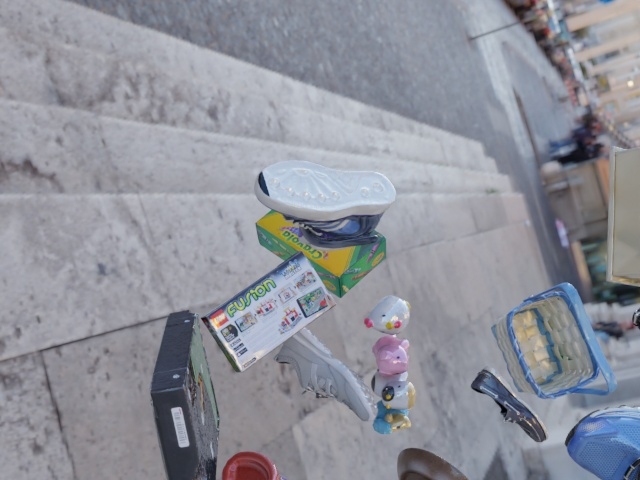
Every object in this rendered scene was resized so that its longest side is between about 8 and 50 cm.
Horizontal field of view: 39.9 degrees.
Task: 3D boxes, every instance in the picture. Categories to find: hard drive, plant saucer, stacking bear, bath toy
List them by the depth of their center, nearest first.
[{"bbox_3d":[-0.225,0.283,1.494,0.339,0.064,0.237,-103,-176,-73],"label":"hard drive"},{"bbox_3d":[0.214,0.469,1.625,0.036,0.198,0.198,-41,118,-33],"label":"plant saucer"},{"bbox_3d":[-0.068,0.562,1.700,0.289,0.164,0.175,51,46,-27],"label":"stacking bear"},{"bbox_3d":[0.175,0.316,2.257,0.129,0.151,0.348,-18,113,-38],"label":"bath toy"}]

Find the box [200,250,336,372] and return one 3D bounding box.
[{"bbox_3d":[-0.086,0.119,1.495,0.114,0.207,0.036,58,-22,-3],"label":"box"}]

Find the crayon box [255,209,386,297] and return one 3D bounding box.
[{"bbox_3d":[0.000,0.000,2.105,0.165,0.278,0.081,-40,145,-27],"label":"crayon box"}]

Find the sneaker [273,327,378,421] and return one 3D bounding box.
[{"bbox_3d":[0.013,0.315,1.967,0.281,0.115,0.105,41,-2,29],"label":"sneaker"}]

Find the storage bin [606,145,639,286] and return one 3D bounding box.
[{"bbox_3d":[0.691,-0.040,1.699,0.260,0.123,0.262,9,80,-30],"label":"storage bin"}]

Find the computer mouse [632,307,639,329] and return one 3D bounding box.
[{"bbox_3d":[0.805,0.076,1.976,0.188,0.272,0.072,-25,64,-42],"label":"computer mouse"}]

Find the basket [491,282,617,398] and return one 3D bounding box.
[{"bbox_3d":[0.532,0.230,1.999,0.255,0.201,0.289,69,-17,2],"label":"basket"}]

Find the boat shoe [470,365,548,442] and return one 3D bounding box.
[{"bbox_3d":[0.410,0.371,1.928,0.206,0.065,0.075,49,-20,5],"label":"boat shoe"}]

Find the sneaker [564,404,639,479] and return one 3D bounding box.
[{"bbox_3d":[0.494,0.343,1.204,0.147,0.330,0.130,-41,152,-58],"label":"sneaker"}]

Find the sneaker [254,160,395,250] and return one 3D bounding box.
[{"bbox_3d":[-0.023,-0.047,1.819,0.323,0.236,0.130,0,59,-31],"label":"sneaker"}]
